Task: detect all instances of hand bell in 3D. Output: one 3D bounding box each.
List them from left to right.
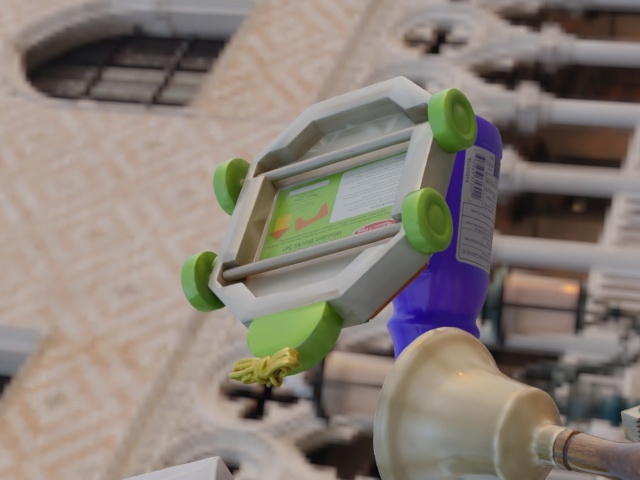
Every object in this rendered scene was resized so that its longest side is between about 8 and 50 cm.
[{"bbox_3d":[0.161,0.132,1.106,0.126,0.242,0.126,-8,-79,-43],"label":"hand bell"}]

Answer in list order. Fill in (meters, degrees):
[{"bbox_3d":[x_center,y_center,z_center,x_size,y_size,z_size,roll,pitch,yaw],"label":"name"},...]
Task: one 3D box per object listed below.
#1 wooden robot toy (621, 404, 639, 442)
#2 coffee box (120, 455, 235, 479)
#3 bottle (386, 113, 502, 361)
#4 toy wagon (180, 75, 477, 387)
[{"bbox_3d":[0.306,0.237,1.586,0.079,0.076,0.173,-165,78,-67],"label":"wooden robot toy"},{"bbox_3d":[-0.190,0.467,1.699,0.338,0.338,0.334,-87,-24,-50],"label":"coffee box"},{"bbox_3d":[0.117,0.019,1.742,0.118,0.092,0.283,25,-110,-65],"label":"bottle"},{"bbox_3d":[0.000,0.000,1.576,0.068,0.267,0.344,47,-137,-34],"label":"toy wagon"}]
